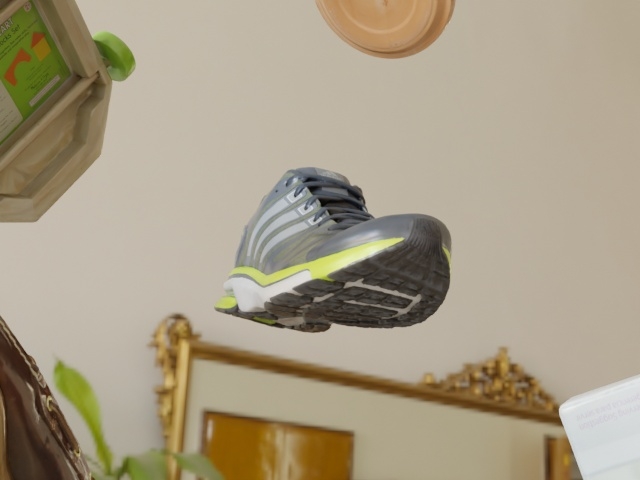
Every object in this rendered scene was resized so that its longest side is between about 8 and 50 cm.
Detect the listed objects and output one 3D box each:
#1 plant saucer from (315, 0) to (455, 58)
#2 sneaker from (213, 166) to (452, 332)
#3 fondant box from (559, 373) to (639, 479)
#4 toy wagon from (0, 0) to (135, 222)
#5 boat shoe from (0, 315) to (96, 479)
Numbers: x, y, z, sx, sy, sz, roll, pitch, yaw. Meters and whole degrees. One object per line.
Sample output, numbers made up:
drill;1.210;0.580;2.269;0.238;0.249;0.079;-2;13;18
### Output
plant saucer;0.031;-0.136;0.563;0.084;0.013;0.083;17;-51;21
sneaker;0.000;0.000;0.785;0.111;0.121;0.300;12;-11;-25
fondant box;0.311;0.209;0.596;0.238;0.330;0.096;-23;-12;15
toy wagon;-0.314;-0.178;0.988;0.068;0.267;0.344;16;-36;32
boat shoe;-0.157;0.088;0.495;0.073;0.073;0.206;-2;-59;15
